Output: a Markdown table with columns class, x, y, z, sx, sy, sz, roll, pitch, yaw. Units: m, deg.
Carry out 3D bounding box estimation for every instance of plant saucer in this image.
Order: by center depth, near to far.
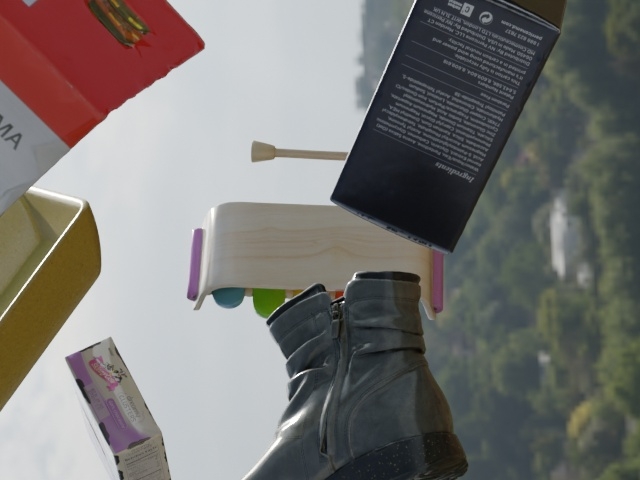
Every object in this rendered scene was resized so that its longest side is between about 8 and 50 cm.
| class | x | y | z | sx | sy | sz | roll | pitch | yaw |
| --- | --- | --- | --- | --- | --- | --- | --- | --- | --- |
| plant saucer | -0.389 | 0.095 | 1.824 | 0.333 | 0.081 | 0.333 | -54 | 23 | -10 |

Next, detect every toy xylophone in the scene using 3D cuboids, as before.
| class | x | y | z | sx | sy | sz | roll | pitch | yaw |
| --- | --- | --- | --- | --- | --- | --- | --- | --- | --- |
| toy xylophone | 0.000 | 0.000 | 1.877 | 0.081 | 0.322 | 0.236 | 92 | -171 | -61 |

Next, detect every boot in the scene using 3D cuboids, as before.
| class | x | y | z | sx | sy | sz | roll | pitch | yaw |
| --- | --- | --- | --- | --- | --- | --- | --- | --- | --- |
| boot | -0.011 | 0.127 | 1.117 | 0.083 | 0.246 | 0.161 | 18 | -129 | -56 |

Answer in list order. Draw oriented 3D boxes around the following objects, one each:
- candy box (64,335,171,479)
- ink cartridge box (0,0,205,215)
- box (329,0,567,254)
| class | x | y | z | sx | sy | sz | roll | pitch | yaw |
| --- | --- | --- | --- | --- | --- | --- | --- | --- | --- |
| candy box | -0.261 | 0.249 | 2.011 | 0.165 | 0.070 | 0.196 | 57 | 163 | 32 |
| ink cartridge box | -0.295 | -0.140 | 0.993 | 0.308 | 0.385 | 0.091 | 46 | -128 | -16 |
| box | 0.103 | -0.120 | 1.201 | 0.153 | 0.108 | 0.207 | -65 | -1 | -63 |
